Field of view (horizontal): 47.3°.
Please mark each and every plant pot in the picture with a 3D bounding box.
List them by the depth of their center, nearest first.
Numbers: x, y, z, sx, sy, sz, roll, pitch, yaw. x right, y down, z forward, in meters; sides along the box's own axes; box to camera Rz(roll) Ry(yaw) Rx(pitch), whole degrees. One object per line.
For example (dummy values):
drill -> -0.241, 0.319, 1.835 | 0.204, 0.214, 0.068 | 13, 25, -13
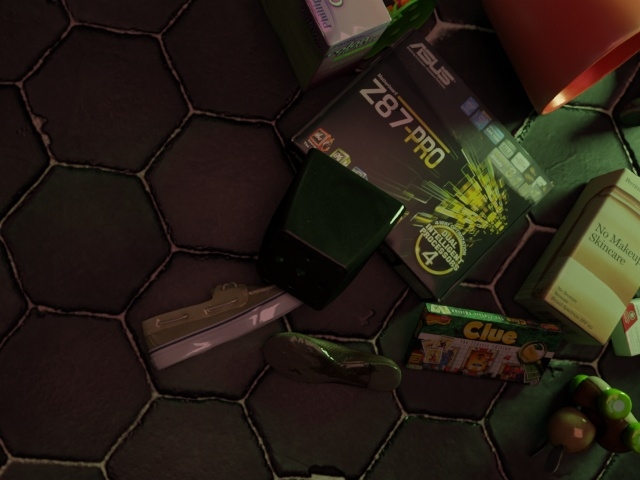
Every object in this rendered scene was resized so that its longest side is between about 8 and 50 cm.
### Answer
plant pot -> 0.000, 0.000, 1.197 | 0.188, 0.187, 0.167 | 32, 47, -2
plant pot -> 0.440, -0.405, 1.331 | 0.275, 0.275, 0.243 | -33, 81, -12

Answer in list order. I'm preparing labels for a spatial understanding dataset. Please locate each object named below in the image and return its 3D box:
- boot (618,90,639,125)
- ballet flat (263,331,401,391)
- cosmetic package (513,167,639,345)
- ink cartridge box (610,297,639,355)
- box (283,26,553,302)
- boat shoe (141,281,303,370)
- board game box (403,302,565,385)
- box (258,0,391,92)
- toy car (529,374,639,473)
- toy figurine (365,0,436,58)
boot -> 0.669, -0.364, 1.456 | 0.262, 0.091, 0.229 | -19, 83, -16
ballet flat -> 0.021, 0.213, 1.291 | 0.249, 0.058, 0.084 | 12, 104, -4
cosmetic package -> 0.514, 0.032, 1.357 | 0.153, 0.129, 0.296 | 35, 79, -5
ink cartridge box -> 0.629, 0.160, 1.403 | 0.135, 0.056, 0.099 | -12, 86, -11
box -> 0.179, -0.133, 1.327 | 0.318, 0.097, 0.395 | -43, 94, -13
boat shoe -> -0.157, 0.120, 1.236 | 0.302, 0.109, 0.094 | -24, 87, -9
board game box -> 0.293, 0.190, 1.314 | 0.259, 0.030, 0.136 | 9, 120, -9
box -> -0.006, -0.403, 1.243 | 0.117, 0.243, 0.214 | -26, 89, -12
toy car -> 0.469, 0.351, 1.314 | 0.188, 0.155, 0.149 | -37, 92, -2
toy figurine -> 0.098, -0.448, 1.349 | 0.173, 0.130, 0.159 | -37, 79, 8
